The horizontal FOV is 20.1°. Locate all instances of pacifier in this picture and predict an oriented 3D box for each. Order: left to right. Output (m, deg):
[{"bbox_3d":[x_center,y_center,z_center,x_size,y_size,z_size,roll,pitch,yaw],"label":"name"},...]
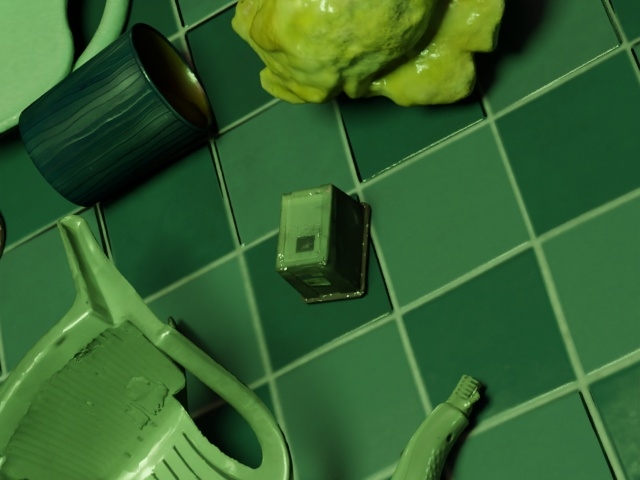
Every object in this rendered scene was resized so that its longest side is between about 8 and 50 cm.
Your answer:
[{"bbox_3d":[-0.330,-0.263,1.683,0.288,0.269,0.343,3,72,6],"label":"pacifier"}]

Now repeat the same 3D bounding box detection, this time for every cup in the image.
[{"bbox_3d":[-0.181,-0.113,1.622,0.138,0.150,0.113,-33,96,17],"label":"cup"}]

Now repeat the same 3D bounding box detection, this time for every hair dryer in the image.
[{"bbox_3d":[0.012,0.210,1.370,0.219,0.088,0.225,-11,50,32],"label":"hair dryer"}]

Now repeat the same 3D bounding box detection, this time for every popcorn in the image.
[{"bbox_3d":[0.029,-0.209,1.475,0.253,0.190,0.191,-8,70,25],"label":"popcorn"}]

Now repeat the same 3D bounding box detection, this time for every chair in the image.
[{"bbox_3d":[-0.157,0.143,1.410,0.203,0.190,0.275,-48,30,6],"label":"chair"}]

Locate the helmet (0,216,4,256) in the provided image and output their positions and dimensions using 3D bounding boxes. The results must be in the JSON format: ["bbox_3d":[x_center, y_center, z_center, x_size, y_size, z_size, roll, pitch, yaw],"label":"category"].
[{"bbox_3d":[-0.361,-0.015,1.698,0.123,0.070,0.098,29,85,39],"label":"helmet"}]

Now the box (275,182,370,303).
[{"bbox_3d":[0.000,0.000,1.472,0.060,0.063,0.085,-9,63,29],"label":"box"}]
